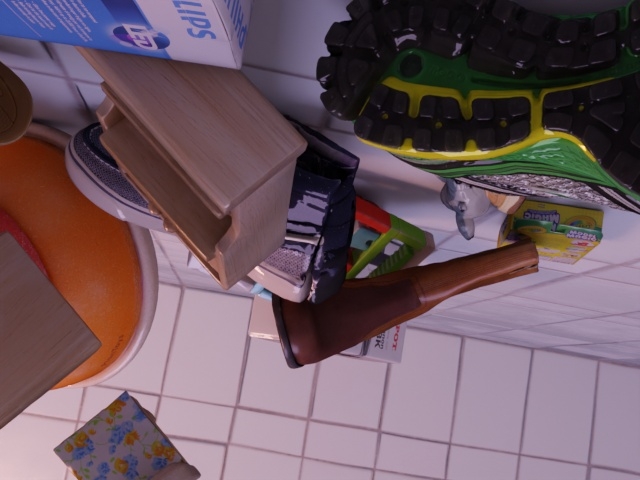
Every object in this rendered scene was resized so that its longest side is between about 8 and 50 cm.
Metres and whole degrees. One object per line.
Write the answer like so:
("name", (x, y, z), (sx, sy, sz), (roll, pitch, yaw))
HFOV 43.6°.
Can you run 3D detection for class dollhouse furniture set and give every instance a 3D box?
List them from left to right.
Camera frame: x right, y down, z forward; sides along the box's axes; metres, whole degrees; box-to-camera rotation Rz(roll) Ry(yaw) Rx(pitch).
("dollhouse furniture set", (-0.217, 0.037, 0.570), (0.362, 0.394, 0.256), (47, 165, 9))

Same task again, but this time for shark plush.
("shark plush", (0.138, -0.055, 0.843), (0.067, 0.073, 0.161), (38, -171, 26))

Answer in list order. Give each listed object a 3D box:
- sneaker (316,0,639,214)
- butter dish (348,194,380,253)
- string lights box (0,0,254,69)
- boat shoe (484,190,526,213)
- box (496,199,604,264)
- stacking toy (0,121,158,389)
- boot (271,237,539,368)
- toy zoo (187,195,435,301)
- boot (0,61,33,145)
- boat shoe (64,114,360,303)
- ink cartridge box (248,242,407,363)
("sneaker", (0.179, -0.082, 0.497), (0.343, 0.134, 0.146), (16, 179, 20))
("butter dish", (0.000, 0.000, 1.084), (0.159, 0.118, 0.160), (9, 170, 9))
("string lights box", (-0.172, -0.166, 0.431), (0.259, 0.077, 0.133), (9, 171, 4))
("boat shoe", (0.153, -0.081, 0.673), (0.072, 0.068, 0.190), (20, 162, 11))
("box", (0.278, -0.010, 0.981), (0.105, 0.043, 0.179), (9, 172, 7))
("stacking toy", (-0.429, 0.078, 0.830), (0.350, 0.351, 0.480), (6, -162, 22))
("boot", (0.105, 0.064, 0.885), (0.280, 0.096, 0.264), (-16, 169, 18))
("toy zoo", (-0.031, 0.003, 0.990), (0.293, 0.030, 0.192), (25, 127, -25))
("boot", (-0.395, -0.134, 0.775), (0.262, 0.095, 0.203), (13, 169, -7))
("boat shoe", (-0.111, -0.080, 0.816), (0.340, 0.127, 0.158), (25, 131, 12))
("ink cartridge box", (0.029, 0.083, 1.294), (0.114, 0.197, 0.273), (2, 168, 39))
